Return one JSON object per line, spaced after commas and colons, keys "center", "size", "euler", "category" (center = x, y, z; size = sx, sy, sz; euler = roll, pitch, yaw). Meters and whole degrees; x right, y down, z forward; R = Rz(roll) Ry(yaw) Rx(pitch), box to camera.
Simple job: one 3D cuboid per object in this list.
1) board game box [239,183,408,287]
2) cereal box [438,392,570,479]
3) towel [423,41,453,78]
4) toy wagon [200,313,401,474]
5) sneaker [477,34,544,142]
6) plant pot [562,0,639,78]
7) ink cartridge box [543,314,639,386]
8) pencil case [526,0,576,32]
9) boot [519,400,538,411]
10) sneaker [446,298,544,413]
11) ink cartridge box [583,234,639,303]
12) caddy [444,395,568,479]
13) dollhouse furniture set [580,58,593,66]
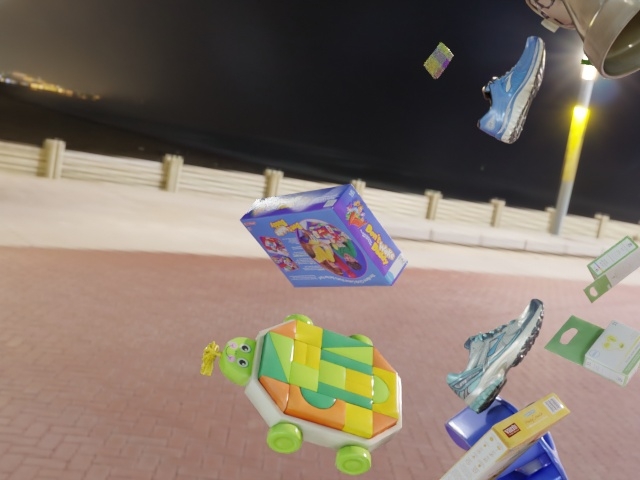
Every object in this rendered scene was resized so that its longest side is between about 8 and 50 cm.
{"center": [0.000, 0.000, 1.795], "size": [0.347, 0.078, 0.233], "euler": [-4, -50, 50], "category": "board game box"}
{"center": [0.274, 0.349, 1.261], "size": [0.173, 0.240, 0.047], "euler": [-15, 56, -41], "category": "cereal box"}
{"center": [0.315, -0.481, 2.106], "size": [0.060, 0.083, 0.009], "euler": [39, -5, -30], "category": "towel"}
{"center": [-0.028, 0.235, 1.316], "size": [0.344, 0.068, 0.267], "euler": [20, 37, -12], "category": "toy wagon"}
{"center": [0.549, -0.451, 2.273], "size": [0.147, 0.330, 0.130], "euler": [22, -10, 20], "category": "sneaker"}
{"center": [0.621, -0.544, 1.617], "size": [0.323, 0.323, 0.280], "euler": [0, 50, -53], "category": "plant pot"}
{"center": [0.754, 0.280, 2.133], "size": [0.235, 0.056, 0.171], "euler": [28, 49, 33], "category": "ink cartridge box"}
{"center": [0.645, -0.717, 1.900], "size": [0.160, 0.410, 0.183], "euler": [27, 5, 21], "category": "pencil case"}
{"center": [0.569, 0.580, 2.369], "size": [0.247, 0.161, 0.083], "euler": [-26, 45, -21], "category": "boot"}
{"center": [0.380, 0.232, 1.718], "size": [0.122, 0.283, 0.110], "euler": [36, -3, 23], "category": "sneaker"}
{"center": [0.882, 0.089, 2.405], "size": [0.109, 0.209, 0.062], "euler": [42, 11, -49], "category": "ink cartridge box"}
{"center": [0.427, 0.468, 1.758], "size": [0.179, 0.241, 0.341], "euler": [-33, 8, -6], "category": "caddy"}
{"center": [0.799, -0.575, 2.253], "size": [0.076, 0.151, 0.058], "euler": [4, 14, -25], "category": "dollhouse furniture set"}
